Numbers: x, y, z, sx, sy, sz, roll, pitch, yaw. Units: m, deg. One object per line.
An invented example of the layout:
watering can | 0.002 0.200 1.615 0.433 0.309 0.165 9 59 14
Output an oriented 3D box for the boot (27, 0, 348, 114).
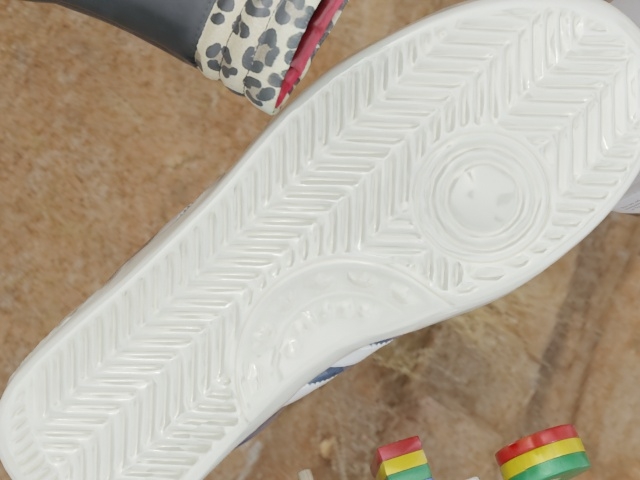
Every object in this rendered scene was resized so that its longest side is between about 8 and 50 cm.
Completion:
boot | -0.046 -0.178 0.494 0.179 0.085 0.236 26 77 5

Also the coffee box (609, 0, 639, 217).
coffee box | 0.362 -0.090 0.984 0.297 0.119 0.168 13 63 -30

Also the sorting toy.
sorting toy | 0.004 0.156 0.674 0.275 0.046 0.132 -17 159 -9

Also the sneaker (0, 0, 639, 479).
sneaker | 0.000 0.000 0.600 0.350 0.148 0.131 -33 94 7
